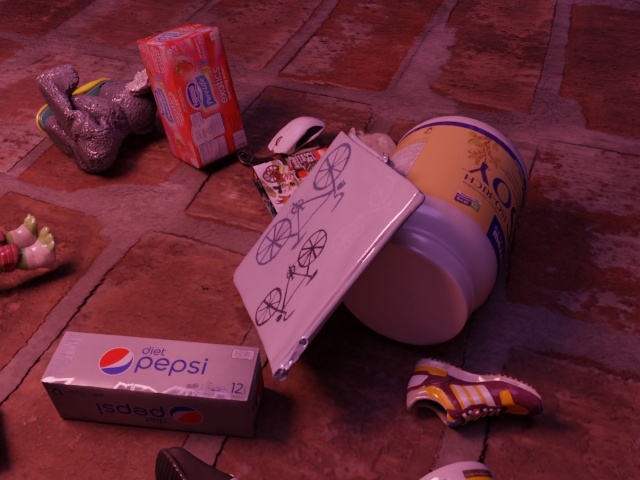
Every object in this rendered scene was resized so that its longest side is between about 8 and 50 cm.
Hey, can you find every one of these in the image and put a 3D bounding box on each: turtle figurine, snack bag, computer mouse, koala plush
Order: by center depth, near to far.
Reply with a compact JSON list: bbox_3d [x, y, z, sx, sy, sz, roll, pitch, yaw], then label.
[{"bbox_3d":[0.000,0.000,0.966,0.323,0.037,0.342,-52,26,7],"label":"snack bag"},{"bbox_3d":[-0.589,-0.010,1.055,0.266,0.198,0.274,-15,85,-38],"label":"turtle figurine"},{"bbox_3d":[-0.075,-0.210,1.358,0.193,0.042,0.106,-39,39,-19],"label":"computer mouse"},{"bbox_3d":[-0.433,-0.263,1.365,0.221,0.196,0.203,-34,72,-31],"label":"koala plush"}]

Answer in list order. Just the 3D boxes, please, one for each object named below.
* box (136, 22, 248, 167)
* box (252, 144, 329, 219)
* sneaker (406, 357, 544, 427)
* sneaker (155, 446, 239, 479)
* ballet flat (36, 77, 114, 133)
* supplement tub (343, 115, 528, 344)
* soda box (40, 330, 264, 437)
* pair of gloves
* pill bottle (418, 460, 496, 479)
[{"bbox_3d":[-0.255,-0.294,1.321,0.128,0.256,0.123,-31,37,-28],"label":"box"},{"bbox_3d":[-0.009,-0.065,1.205,0.159,0.044,0.233,-19,58,-17],"label":"box"},{"bbox_3d":[0.212,0.229,0.912,0.186,0.069,0.083,10,53,20],"label":"sneaker"},{"bbox_3d":[-0.065,0.349,0.764,0.331,0.122,0.146,34,36,33],"label":"sneaker"},{"bbox_3d":[-0.563,-0.304,1.494,0.077,0.077,0.231,4,36,37],"label":"ballet flat"},{"bbox_3d":[0.181,-0.022,1.047,0.241,0.241,0.331,17,46,18],"label":"supplement tub"},{"bbox_3d":[-0.228,0.201,0.919,0.287,0.098,0.091,4,44,6],"label":"soda box"},{"bbox_3d":[0.046,-0.170,1.350,0.240,0.042,0.204,-3,43,-3],"label":"pair of gloves"},{"bbox_3d":[0.182,0.366,0.722,0.117,0.117,0.215,-12,44,-12],"label":"pill bottle"}]
